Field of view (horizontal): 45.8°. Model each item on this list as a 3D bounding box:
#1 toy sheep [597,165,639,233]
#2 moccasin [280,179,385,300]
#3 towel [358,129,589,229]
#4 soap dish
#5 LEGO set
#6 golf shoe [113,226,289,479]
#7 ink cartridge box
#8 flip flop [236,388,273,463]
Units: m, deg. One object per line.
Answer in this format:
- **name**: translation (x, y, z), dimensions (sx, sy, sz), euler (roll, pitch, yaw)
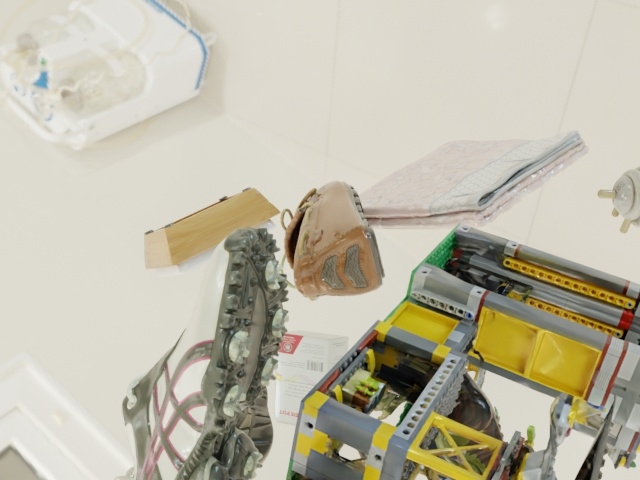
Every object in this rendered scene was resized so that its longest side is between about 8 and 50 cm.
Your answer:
- **toy sheep**: translation (0.410, -0.053, 0.944), dimensions (0.132, 0.091, 0.091), euler (-1, 127, -8)
- **moccasin**: translation (0.001, 0.003, 1.131), dimensions (0.147, 0.380, 0.139), euler (-14, 110, 1)
- **towel**: translation (0.238, -0.106, 1.298), dimensions (0.317, 0.332, 0.053), euler (1, 116, 50)
- **soap dish**: translation (-0.269, -0.020, 1.801), dimensions (0.229, 0.291, 0.118), euler (-9, 107, 62)
- **LEGO set**: translation (0.114, 0.144, 0.453), dimensions (0.192, 0.331, 0.254), euler (20, 110, 21)
- **golf shoe**: translation (-0.101, 0.115, 0.597), dimensions (0.120, 0.105, 0.272), euler (16, 103, 20)
- **ink cartridge box**: translation (-0.019, 0.270, 1.474), dimensions (0.128, 0.072, 0.175), euler (3, 90, 35)
- **flip flop**: translation (-0.132, 0.279, 1.116), dimensions (0.112, 0.277, 0.080), euler (16, 103, -8)
